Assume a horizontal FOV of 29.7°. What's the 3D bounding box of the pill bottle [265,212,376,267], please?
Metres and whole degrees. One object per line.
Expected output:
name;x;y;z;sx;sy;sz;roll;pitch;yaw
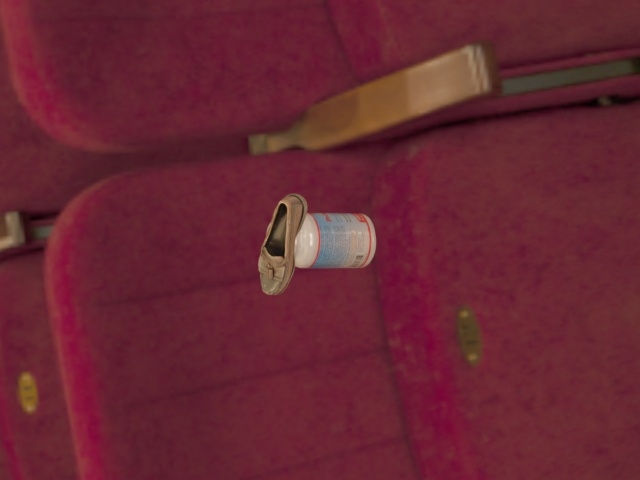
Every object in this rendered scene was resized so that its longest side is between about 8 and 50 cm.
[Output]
pill bottle;0.000;0.000;1.881;0.087;0.160;0.087;-2;88;60

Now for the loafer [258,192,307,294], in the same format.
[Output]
loafer;-0.051;0.006;1.400;0.045;0.039;0.125;22;106;22
